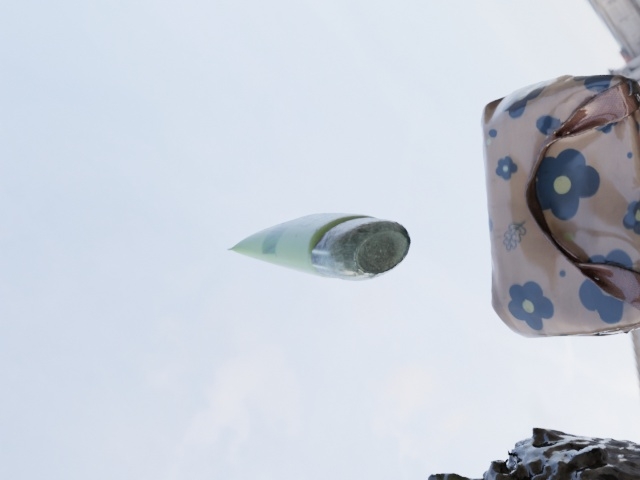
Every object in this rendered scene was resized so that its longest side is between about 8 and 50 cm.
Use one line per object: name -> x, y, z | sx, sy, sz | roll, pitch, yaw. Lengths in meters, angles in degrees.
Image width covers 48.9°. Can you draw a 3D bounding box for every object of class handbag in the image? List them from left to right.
handbag -> 0.275, -0.032, 0.658 | 0.190, 0.193, 0.251 | -4, -90, -20

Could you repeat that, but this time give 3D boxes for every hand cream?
hand cream -> 0.000, 0.000, 0.555 | 0.095, 0.175, 0.045 | -20, -74, -26

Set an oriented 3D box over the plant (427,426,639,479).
plant -> 0.257, 0.309, 0.737 | 0.313, 0.215, 0.213 | 10, -92, -10
